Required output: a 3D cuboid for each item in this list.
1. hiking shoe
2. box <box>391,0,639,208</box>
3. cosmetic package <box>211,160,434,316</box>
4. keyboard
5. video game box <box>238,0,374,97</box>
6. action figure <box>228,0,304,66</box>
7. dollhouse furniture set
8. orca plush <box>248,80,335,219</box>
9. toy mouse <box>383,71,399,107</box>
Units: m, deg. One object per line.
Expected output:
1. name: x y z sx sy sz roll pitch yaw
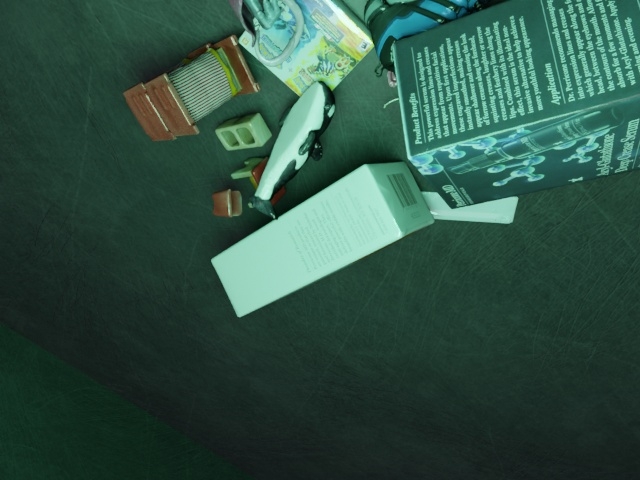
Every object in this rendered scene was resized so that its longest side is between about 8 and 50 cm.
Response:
1. hiking shoe: 0.225 -0.387 0.817 0.304 0.113 0.131 -15 83 33
2. box: 0.357 -0.224 0.786 0.396 0.211 0.294 -12 163 26
3. cosmetic package: 0.000 0.000 1.103 0.454 0.230 0.161 -28 85 31
4. keyboard: 0.321 -0.079 1.136 0.256 0.014 0.072 4 124 9
5. video game box: -0.026 -0.390 0.942 0.205 0.048 0.187 38 129 -17
6. action figure: -0.186 -0.513 0.815 0.371 0.248 0.275 30 170 20
7. dollhouse furniture set: -0.197 -0.199 1.008 0.152 0.201 0.373 2 131 40
8. orca plush: -0.034 -0.174 0.999 0.102 0.151 0.286 18 96 -34
9. toy mouse: 0.179 -0.315 0.963 0.161 0.031 0.143 38 126 -17
